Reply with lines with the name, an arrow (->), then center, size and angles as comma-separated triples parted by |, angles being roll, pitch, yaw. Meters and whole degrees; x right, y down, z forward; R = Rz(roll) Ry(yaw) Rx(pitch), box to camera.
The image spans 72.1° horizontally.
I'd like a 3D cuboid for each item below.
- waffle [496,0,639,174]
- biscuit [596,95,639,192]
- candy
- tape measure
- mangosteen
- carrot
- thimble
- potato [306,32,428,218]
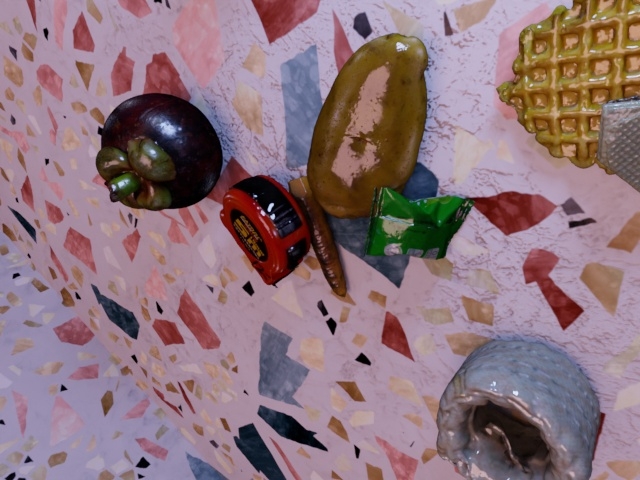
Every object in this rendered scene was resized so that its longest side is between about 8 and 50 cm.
waffle -> 0.420, -0.241, 0.647 | 0.291, 0.051, 0.291 | 17, 122, 29
biscuit -> 0.520, -0.126, 0.595 | 0.252, 0.052, 0.150 | 2, 124, 24
candy -> 0.185, -0.027, 0.839 | 0.078, 0.203, 0.141 | -132, 46, -68
tape measure -> -0.125, -0.028, 1.052 | 0.253, 0.114, 0.260 | 53, 152, 2
mangosteen -> -0.403, -0.211, 1.080 | 0.300, 0.300, 0.300 | 15, 120, 28
carrot -> 0.000, 0.000, 1.048 | 0.066, 0.066, 0.314 | -10, 106, 38
thimble -> 0.380, 0.355, 0.874 | 0.291, 0.195, 0.291 | 18, 121, 33
potato -> 0.088, -0.199, 0.834 | 0.195, 0.176, 0.369 | 47, 131, 42
